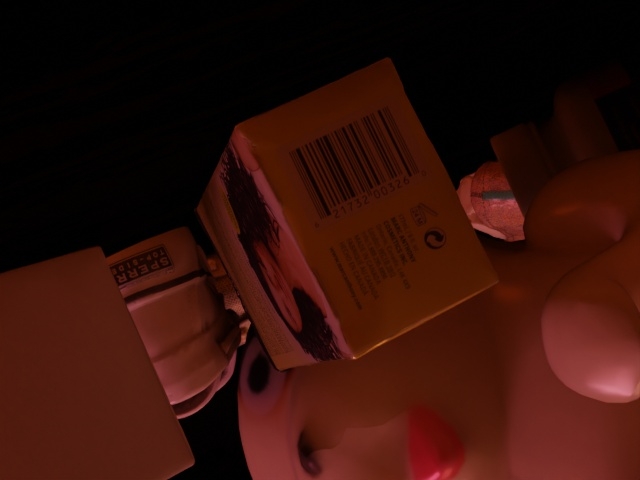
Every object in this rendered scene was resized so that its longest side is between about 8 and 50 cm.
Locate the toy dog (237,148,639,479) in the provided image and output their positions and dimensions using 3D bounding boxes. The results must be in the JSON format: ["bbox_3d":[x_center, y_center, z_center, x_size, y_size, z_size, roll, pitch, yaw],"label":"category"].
[{"bbox_3d":[0.160,0.065,0.837,0.408,0.284,0.395,-6,-163,4],"label":"toy dog"}]

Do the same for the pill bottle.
[{"bbox_3d":[0.203,-0.065,0.965,0.193,0.108,0.108,-25,178,7],"label":"pill bottle"}]

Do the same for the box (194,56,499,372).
[{"bbox_3d":[0.000,0.000,0.624,0.058,0.087,0.232,-26,177,-9],"label":"box"}]

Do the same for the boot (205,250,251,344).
[{"bbox_3d":[-0.016,0.019,1.047,0.165,0.077,0.213,-22,180,-17],"label":"boot"}]

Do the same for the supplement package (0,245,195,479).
[{"bbox_3d":[-0.148,0.079,0.630,0.105,0.105,0.179,-26,178,26],"label":"supplement package"}]

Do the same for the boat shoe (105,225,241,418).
[{"bbox_3d":[-0.085,0.052,0.877,0.096,0.088,0.267,-24,178,-12],"label":"boat shoe"}]

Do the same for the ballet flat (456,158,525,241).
[{"bbox_3d":[0.198,-0.049,1.737,0.106,0.107,0.316,-5,175,7],"label":"ballet flat"}]
